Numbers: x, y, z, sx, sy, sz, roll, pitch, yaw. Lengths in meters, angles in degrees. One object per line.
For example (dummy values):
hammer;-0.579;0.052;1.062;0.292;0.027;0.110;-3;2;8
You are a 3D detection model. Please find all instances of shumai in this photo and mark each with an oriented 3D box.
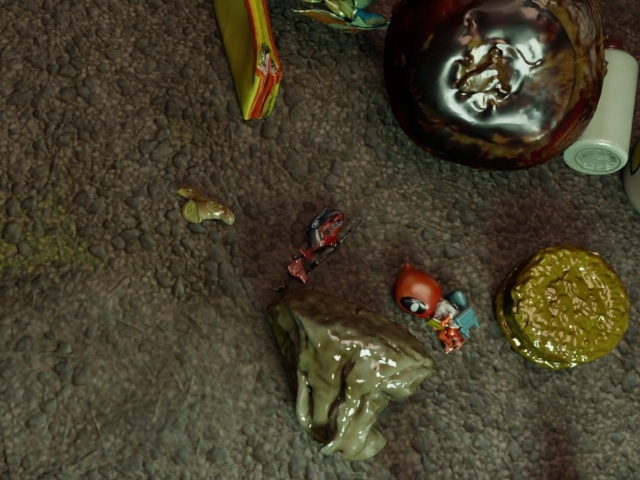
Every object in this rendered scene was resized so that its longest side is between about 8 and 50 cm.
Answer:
shumai;0.017;0.181;0.996;0.218;0.184;0.186;30;65;-14

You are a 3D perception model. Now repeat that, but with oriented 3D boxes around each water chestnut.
water chestnut;0.257;-0.280;1.174;0.350;0.302;0.351;0;109;-1

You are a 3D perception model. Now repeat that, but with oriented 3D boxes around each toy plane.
toy plane;0.000;0.000;1.142;0.060;0.037;0.145;45;64;-4

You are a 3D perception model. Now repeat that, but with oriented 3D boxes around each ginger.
ginger;-0.174;-0.046;1.127;0.097;0.030;0.048;30;66;3

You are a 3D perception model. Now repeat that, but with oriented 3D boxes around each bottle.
bottle;0.474;-0.238;1.287;0.104;0.104;0.245;17;67;-5

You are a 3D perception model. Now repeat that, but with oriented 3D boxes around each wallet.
wallet;-0.107;-0.324;1.185;0.067;0.141;0.241;-8;72;-19

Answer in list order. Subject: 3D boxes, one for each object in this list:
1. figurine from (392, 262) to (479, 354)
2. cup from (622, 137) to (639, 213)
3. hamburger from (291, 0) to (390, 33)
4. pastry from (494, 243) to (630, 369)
figurine;0.164;0.093;1.122;0.140;0.068;0.075;46;71;5
cup;0.593;-0.098;1.206;0.191;0.200;0.253;23;66;-2
hamburger;0.010;-0.459;1.199;0.276;0.150;0.261;24;44;-41
pastry;0.356;0.099;1.139;0.188;0.103;0.189;3;70;-9
